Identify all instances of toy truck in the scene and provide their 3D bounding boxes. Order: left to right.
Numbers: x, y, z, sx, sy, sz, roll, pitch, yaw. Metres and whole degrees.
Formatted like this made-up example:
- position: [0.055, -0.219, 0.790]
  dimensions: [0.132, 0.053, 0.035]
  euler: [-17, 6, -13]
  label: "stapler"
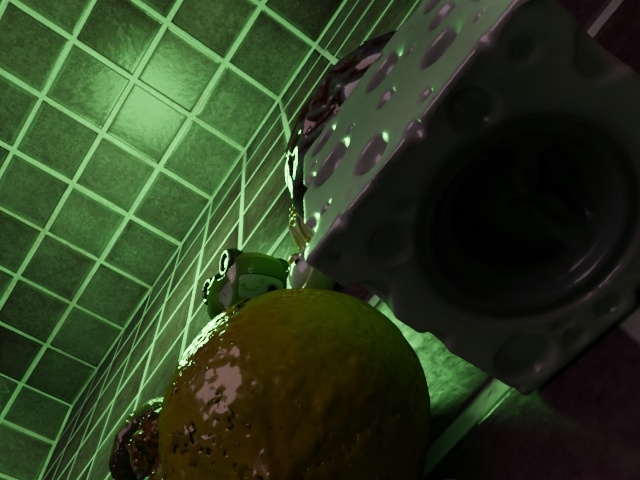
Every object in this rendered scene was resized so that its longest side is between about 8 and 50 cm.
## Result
- position: [-0.149, 0.135, 1.163]
  dimensions: [0.187, 0.148, 0.210]
  euler: [-41, 45, 47]
  label: "toy truck"

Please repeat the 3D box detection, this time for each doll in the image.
- position: [-0.011, -0.005, 1.040]
  dimensions: [0.141, 0.117, 0.296]
  euler: [-44, 22, 43]
  label: "doll"

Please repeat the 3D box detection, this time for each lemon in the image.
- position: [-0.019, 0.172, 0.567]
  dimensions: [0.258, 0.258, 0.310]
  euler: [-52, -4, 17]
  label: "lemon"

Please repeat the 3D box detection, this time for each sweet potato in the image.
- position: [-0.429, 0.465, 1.408]
  dimensions: [0.310, 0.098, 0.124]
  euler: [-53, 40, 9]
  label: "sweet potato"

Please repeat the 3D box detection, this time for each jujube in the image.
- position: [0.087, -0.139, 0.805]
  dimensions: [0.215, 0.246, 0.308]
  euler: [-14, -38, -49]
  label: "jujube"

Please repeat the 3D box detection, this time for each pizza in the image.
- position: [-0.233, 0.316, 1.015]
  dimensions: [0.335, 0.086, 0.226]
  euler: [-39, -13, 9]
  label: "pizza"

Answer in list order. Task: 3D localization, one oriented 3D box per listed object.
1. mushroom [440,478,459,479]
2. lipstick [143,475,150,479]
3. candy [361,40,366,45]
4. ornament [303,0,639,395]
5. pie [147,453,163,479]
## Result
- position: [0.091, 0.227, 0.456]
  dimensions: [0.085, 0.079, 0.085]
  euler: [-53, 17, 23]
  label: "mushroom"
- position: [-0.225, 0.410, 1.007]
  dimensions: [0.274, 0.068, 0.061]
  euler: [-34, 30, 37]
  label: "lipstick"
- position: [0.085, -0.436, 1.569]
  dimensions: [0.141, 0.078, 0.203]
  euler: [-48, 6, -3]
  label: "candy"
- position: [0.147, -0.061, 0.520]
  dimensions: [0.239, 0.240, 0.240]
  euler: [-51, 19, 20]
  label: "ornament"
- position: [-0.156, 0.354, 0.828]
  dimensions: [0.308, 0.085, 0.308]
  euler: [-29, 36, 25]
  label: "pie"
